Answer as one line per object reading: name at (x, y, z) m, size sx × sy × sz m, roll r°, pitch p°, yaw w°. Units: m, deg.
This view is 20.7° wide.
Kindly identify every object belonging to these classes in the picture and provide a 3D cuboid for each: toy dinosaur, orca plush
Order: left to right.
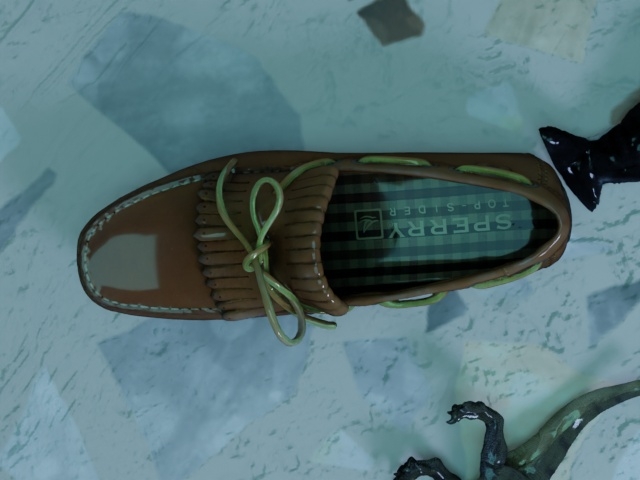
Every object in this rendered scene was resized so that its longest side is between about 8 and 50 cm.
toy dinosaur at (0.132, 0.189, 1.383) m, size 0.118 × 0.064 × 0.268 m, roll 35°, pitch 94°, yaw -4°
orca plush at (0.302, -0.128, 1.320) m, size 0.287 × 0.102 × 0.151 m, roll -21°, pitch 92°, yaw 7°

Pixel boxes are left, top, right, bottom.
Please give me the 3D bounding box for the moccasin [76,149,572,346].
moccasin at (0.000, 0.003, 1.335) m, size 0.380 × 0.147 × 0.139 m, roll 1°, pitch 96°, yaw 5°
